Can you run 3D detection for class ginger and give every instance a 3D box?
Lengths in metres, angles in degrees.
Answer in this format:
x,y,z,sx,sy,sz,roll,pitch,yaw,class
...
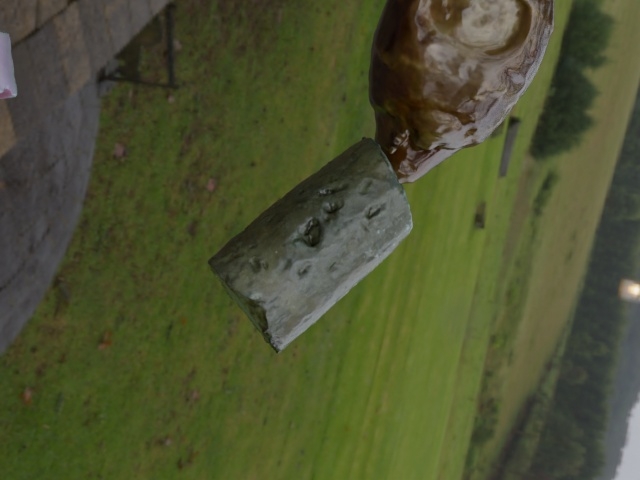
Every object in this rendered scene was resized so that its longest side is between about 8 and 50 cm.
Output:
x,y,z,sx,sy,sz,roll,pitch,yaw,class
0.126,-0.230,0.872,0.274,0.153,0.357,145,-44,-72,ginger

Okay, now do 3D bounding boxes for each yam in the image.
x,y,z,sx,sy,sz,roll,pitch,yaw,class
0.000,0.000,0.807,0.194,0.107,0.107,-40,153,-9,yam

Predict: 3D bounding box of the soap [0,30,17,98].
x,y,z,sx,sy,sz,roll,pitch,yaw,class
-0.418,-0.200,0.967,0.056,0.149,0.100,-35,120,-84,soap
